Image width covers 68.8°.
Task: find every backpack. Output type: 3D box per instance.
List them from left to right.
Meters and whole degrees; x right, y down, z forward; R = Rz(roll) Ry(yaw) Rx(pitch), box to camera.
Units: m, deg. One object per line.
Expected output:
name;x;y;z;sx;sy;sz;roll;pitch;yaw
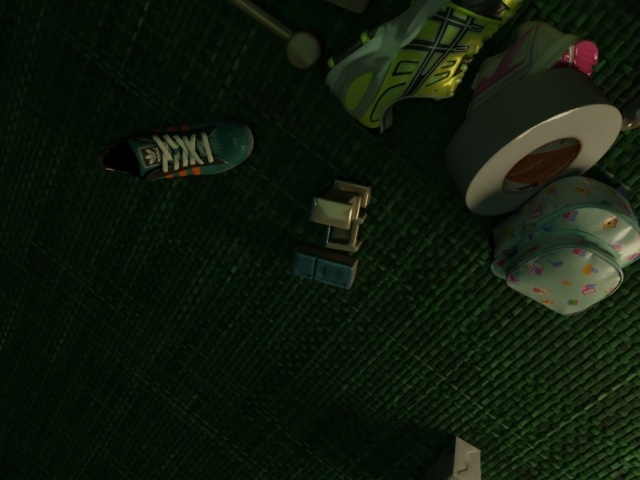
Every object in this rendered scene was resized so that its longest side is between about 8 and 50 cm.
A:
backpack;0.365;0.008;0.693;0.166;0.144;0.188;28;126;-9

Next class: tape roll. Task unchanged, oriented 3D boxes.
tape roll;0.290;-0.128;0.652;0.219;0.219;0.072;-35;58;26

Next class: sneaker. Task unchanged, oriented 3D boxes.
sneaker;-0.277;-0.162;0.882;0.303;0.121;0.108;-5;108;20
sneaker;0.188;-0.298;0.679;0.385;0.145;0.147;-24;107;35
sneaker;0.275;-0.210;0.698;0.252;0.103;0.111;-52;49;40

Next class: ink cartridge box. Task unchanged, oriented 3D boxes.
ink cartridge box;0.254;0.506;0.957;0.062;0.104;0.181;29;117;7

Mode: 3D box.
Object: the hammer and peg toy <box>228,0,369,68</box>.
hammer and peg toy;-0.034;-0.439;0.655;0.266;0.127;0.361;19;121;-9

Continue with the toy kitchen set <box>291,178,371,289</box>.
toy kitchen set;0.000;0.000;0.823;0.122;0.166;0.206;14;113;13

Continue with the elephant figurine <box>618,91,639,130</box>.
elephant figurine;0.482;-0.277;0.577;0.186;0.239;0.169;-14;74;-17

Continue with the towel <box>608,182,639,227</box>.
towel;0.460;-0.026;0.734;0.067;0.029;0.119;-26;99;24
